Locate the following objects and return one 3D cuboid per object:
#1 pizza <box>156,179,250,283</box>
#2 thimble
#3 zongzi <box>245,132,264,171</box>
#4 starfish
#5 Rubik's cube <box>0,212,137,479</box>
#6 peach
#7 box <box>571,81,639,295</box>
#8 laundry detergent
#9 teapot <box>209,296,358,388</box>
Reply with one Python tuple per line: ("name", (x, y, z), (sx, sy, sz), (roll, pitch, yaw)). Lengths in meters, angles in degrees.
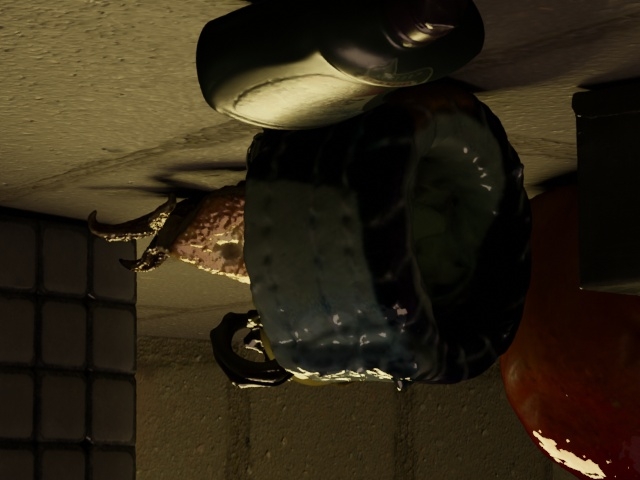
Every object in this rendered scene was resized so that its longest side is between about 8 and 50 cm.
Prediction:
("pizza", (-0.027, -0.010, 1.858), (0.271, 0.056, 0.134), (-8, 126, 19))
("thimble", (0.051, 0.003, 1.464), (0.150, 0.237, 0.237), (-4, 171, 36))
("zongzi", (-0.016, -0.068, 1.668), (0.104, 0.052, 0.113), (10, -176, -10))
("starfish", (-0.119, -0.021, 1.996), (0.238, 0.057, 0.213), (-18, 168, 25))
("Rubik's cube", (-0.433, 0.150, 2.204), (0.337, 0.344, 0.344), (-6, 170, 37))
("peach", (0.353, 0.093, 1.873), (0.405, 0.310, 0.335), (-4, 168, 32))
("box", (0.315, -0.041, 1.425), (0.231, 0.149, 0.155), (-7, 170, 42))
("laundry detergent", (0.029, -0.119, 1.150), (0.144, 0.078, 0.221), (3, 170, -32))
("teapot", (-0.016, 0.067, 2.180), (0.269, 0.182, 0.173), (-30, 147, -29))
